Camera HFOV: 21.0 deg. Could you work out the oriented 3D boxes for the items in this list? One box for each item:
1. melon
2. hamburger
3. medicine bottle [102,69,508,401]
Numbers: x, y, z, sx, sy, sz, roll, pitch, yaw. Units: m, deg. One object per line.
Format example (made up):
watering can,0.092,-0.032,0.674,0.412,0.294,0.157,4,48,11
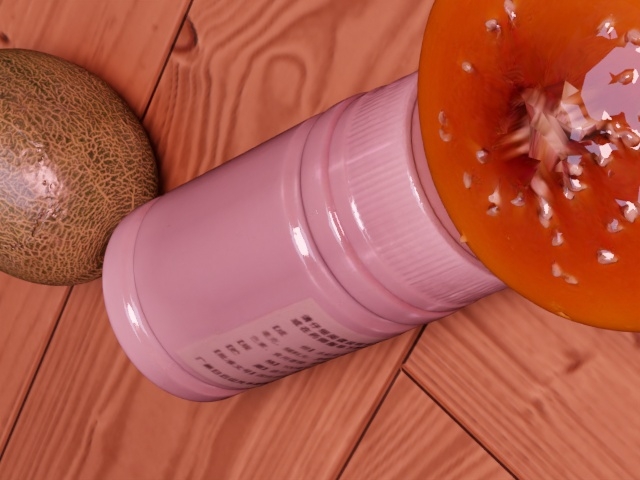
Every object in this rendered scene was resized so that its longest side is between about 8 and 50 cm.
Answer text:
melon,-0.178,-0.045,1.107,0.192,0.139,0.139,41,124,23
hamburger,0.149,-0.073,0.797,0.246,0.170,0.246,14,112,38
medicine bottle,0.000,0.000,0.968,0.250,0.133,0.133,-26,84,42
